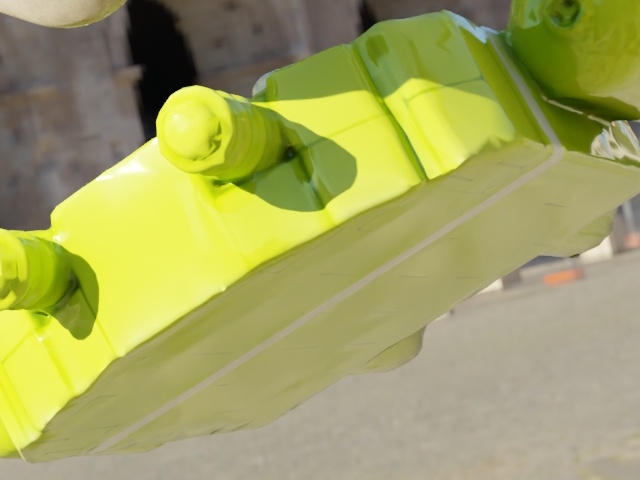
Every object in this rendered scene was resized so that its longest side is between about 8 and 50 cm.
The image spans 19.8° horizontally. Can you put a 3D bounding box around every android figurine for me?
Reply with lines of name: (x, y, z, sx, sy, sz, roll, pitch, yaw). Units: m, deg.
android figurine: (0.000, 0.000, 0.543, 0.248, 0.056, 0.273, -33, -15, 20)

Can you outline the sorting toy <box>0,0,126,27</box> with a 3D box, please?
sorting toy: (-0.144, -0.143, 0.401, 0.208, 0.193, 0.038, 16, 55, 33)
